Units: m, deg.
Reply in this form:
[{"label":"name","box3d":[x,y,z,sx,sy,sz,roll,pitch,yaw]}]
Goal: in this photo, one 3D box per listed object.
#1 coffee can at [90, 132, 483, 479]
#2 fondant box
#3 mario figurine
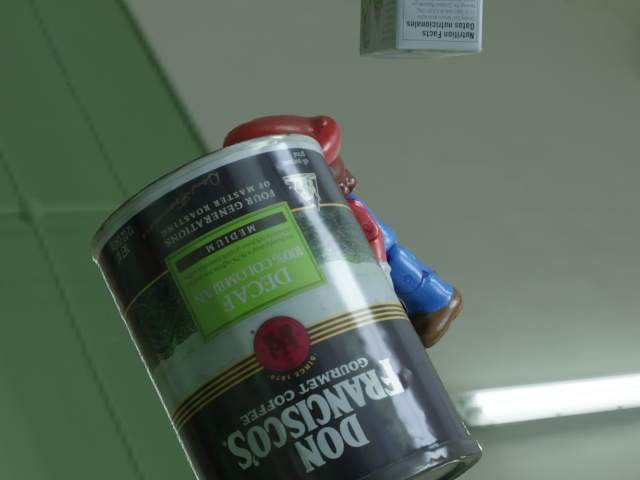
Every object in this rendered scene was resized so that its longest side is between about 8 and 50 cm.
[{"label":"coffee can","box3d":[-0.029,0.087,1.141,0.201,0.201,0.275,-46,-114,49]},{"label":"fondant box","box3d":[0.107,-0.361,1.600,0.238,0.096,0.330,-142,-126,-81]},{"label":"mario figurine","box3d":[0.000,0.000,1.649,0.198,0.320,0.170,-17,-145,49]}]
